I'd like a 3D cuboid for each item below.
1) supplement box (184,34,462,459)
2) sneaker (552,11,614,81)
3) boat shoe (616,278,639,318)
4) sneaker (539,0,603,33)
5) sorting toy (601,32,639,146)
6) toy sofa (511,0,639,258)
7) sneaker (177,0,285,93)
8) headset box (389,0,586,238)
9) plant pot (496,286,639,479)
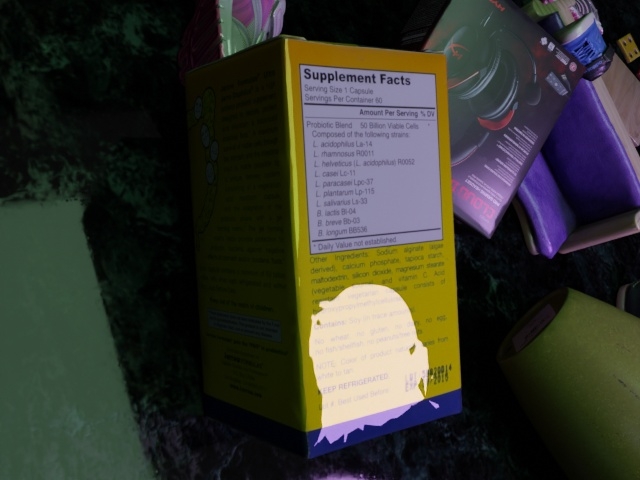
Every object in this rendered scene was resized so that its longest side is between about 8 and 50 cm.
[{"bbox_3d":[0.000,0.000,0.741,0.194,0.195,0.357,-5,94,-36],"label":"supplement box"},{"bbox_3d":[0.357,-0.255,0.999,0.085,0.058,0.152,60,25,-5],"label":"sneaker"},{"bbox_3d":[0.525,0.177,1.169,0.095,0.079,0.255,24,59,-21],"label":"boat shoe"},{"bbox_3d":[0.433,-0.407,1.305,0.170,0.063,0.075,6,72,-39],"label":"sneaker"},{"bbox_3d":[0.527,-0.255,1.333,0.132,0.046,0.274,41,57,-18],"label":"sorting toy"},{"bbox_3d":[0.352,-0.165,1.118,0.177,0.150,0.363,-27,92,-38],"label":"toy sofa"},{"bbox_3d":[-0.091,-0.250,0.860,0.111,0.103,0.252,12,73,-34],"label":"sneaker"},{"bbox_3d":[0.170,-0.157,0.958,0.218,0.110,0.293,33,84,-21],"label":"headset box"},{"bbox_3d":[0.387,0.207,0.980,0.293,0.275,0.275,43,54,1],"label":"plant pot"}]
